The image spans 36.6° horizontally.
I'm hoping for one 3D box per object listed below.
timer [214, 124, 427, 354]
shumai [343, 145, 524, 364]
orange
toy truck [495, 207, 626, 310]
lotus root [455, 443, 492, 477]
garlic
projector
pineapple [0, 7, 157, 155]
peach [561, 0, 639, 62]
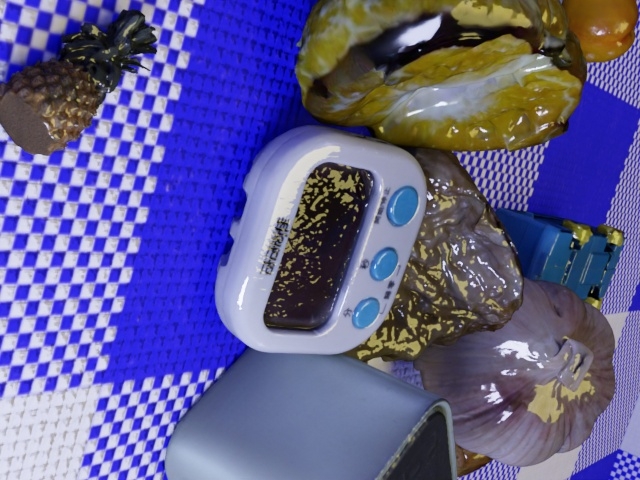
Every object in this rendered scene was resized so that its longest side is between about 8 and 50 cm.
[{"bbox_3d":[0.000,0.000,1.103,0.237,0.087,0.262,8,106,-39],"label":"timer"},{"bbox_3d":[0.110,0.034,1.324,0.283,0.217,0.346,-33,130,3],"label":"shumai"},{"bbox_3d":[0.127,-0.224,1.072,0.369,0.271,0.210,13,58,-54],"label":"orange"},{"bbox_3d":[0.429,0.032,1.764,0.385,0.162,0.161,2,107,-56],"label":"toy truck"},{"bbox_3d":[0.288,0.291,1.712,0.291,0.193,0.193,-25,129,-41],"label":"lotus root"},{"bbox_3d":[0.315,0.203,1.518,0.241,0.322,0.322,-75,177,-74],"label":"garlic"},{"bbox_3d":[-0.002,0.285,1.166,0.248,0.249,0.248,-46,142,-34],"label":"projector"},{"bbox_3d":[-0.193,-0.135,0.796,0.159,0.074,0.074,-53,147,-38],"label":"pineapple"},{"bbox_3d":[0.461,-0.359,1.605,0.138,0.138,0.138,-35,136,-43],"label":"peach"}]
